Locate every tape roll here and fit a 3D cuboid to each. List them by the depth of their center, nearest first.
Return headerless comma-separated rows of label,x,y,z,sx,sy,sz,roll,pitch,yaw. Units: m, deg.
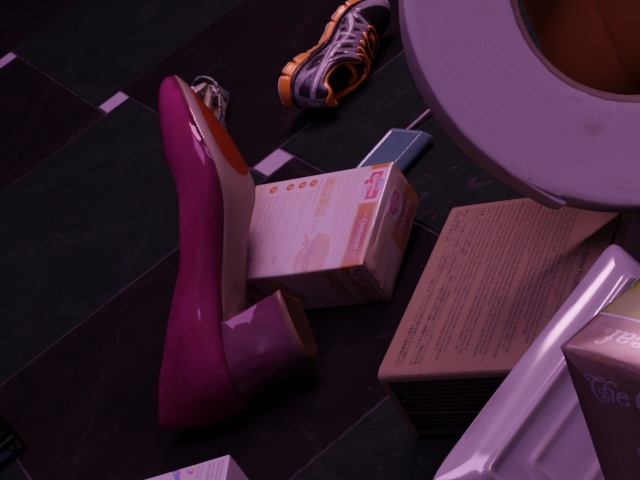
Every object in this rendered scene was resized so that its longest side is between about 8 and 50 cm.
tape roll,0.262,-0.215,1.180,0.392,0.392,0.072,-32,-2,-2

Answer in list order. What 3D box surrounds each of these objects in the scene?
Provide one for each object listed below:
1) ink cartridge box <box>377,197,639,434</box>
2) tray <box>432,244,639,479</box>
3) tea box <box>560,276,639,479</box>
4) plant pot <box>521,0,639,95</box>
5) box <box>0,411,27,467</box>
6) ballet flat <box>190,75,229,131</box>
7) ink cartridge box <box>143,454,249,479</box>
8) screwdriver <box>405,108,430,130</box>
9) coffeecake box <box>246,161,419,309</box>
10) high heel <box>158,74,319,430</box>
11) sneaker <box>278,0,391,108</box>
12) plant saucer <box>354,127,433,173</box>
ink cartridge box,0.184,0.062,1.229,0.193,0.088,0.234,-6,39,34
tray,0.219,0.133,1.056,0.270,0.145,0.030,-48,-2,-25
tea box,0.390,0.099,0.829,0.324,0.220,0.329,-34,29,-25
plant pot,0.307,-0.254,1.343,0.204,0.291,0.291,-24,32,14
box,-0.442,0.223,1.484,0.180,0.147,0.077,-41,33,-15
ballet flat,-0.166,-0.170,1.888,0.070,0.070,0.188,-24,32,12
ink cartridge box,-0.131,0.261,1.253,0.122,0.052,0.088,-21,33,20
screwdriver,0.157,-0.176,1.665,0.025,0.024,0.170,38,77,27
coffeecake box,0.000,0.000,1.477,0.186,0.068,0.142,-8,47,33
high heel,-0.148,0.006,1.421,0.181,0.127,0.377,-28,61,12
sneaker,0.037,-0.245,1.816,0.083,0.084,0.215,20,60,37
plant saucer,0.053,-0.066,1.589,0.067,0.018,0.192,12,53,49
